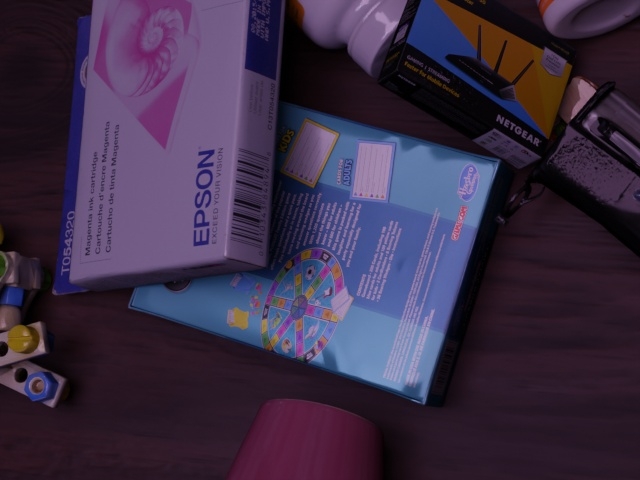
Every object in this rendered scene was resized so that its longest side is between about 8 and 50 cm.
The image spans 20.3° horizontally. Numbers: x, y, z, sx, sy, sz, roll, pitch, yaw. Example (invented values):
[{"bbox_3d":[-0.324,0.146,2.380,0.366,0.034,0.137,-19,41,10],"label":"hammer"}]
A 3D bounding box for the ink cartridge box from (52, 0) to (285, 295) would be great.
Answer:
[{"bbox_3d":[-0.178,-0.116,1.834,0.330,0.071,0.324,-8,73,41],"label":"ink cartridge box"}]

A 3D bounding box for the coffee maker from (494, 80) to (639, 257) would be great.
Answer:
[{"bbox_3d":[0.297,-0.037,1.725,0.178,0.120,0.171,41,120,10],"label":"coffee maker"}]

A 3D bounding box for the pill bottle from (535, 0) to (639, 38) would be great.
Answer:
[{"bbox_3d":[0.247,-0.322,1.780,0.121,0.121,0.221,-22,72,13],"label":"pill bottle"}]

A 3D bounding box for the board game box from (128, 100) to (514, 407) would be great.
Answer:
[{"bbox_3d":[0.000,0.000,1.833,0.336,0.079,0.254,17,88,19],"label":"board game box"}]

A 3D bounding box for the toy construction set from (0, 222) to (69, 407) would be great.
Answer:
[{"bbox_3d":[-0.431,0.079,1.932,0.327,0.151,0.215,-3,81,6],"label":"toy construction set"}]

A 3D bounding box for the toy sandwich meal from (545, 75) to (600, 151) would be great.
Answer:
[{"bbox_3d":[0.252,-0.123,1.798,0.085,0.029,0.086,-3,81,17],"label":"toy sandwich meal"}]

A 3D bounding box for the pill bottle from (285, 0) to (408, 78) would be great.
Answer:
[{"bbox_3d":[0.008,-0.285,1.844,0.136,0.136,0.246,-45,72,6],"label":"pill bottle"}]

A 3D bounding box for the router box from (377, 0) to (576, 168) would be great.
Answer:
[{"bbox_3d":[0.155,-0.171,1.755,0.179,0.046,0.133,29,64,-19],"label":"router box"}]

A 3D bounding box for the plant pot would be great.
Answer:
[{"bbox_3d":[-0.018,0.261,1.751,0.201,0.201,0.180,7,68,18],"label":"plant pot"}]
